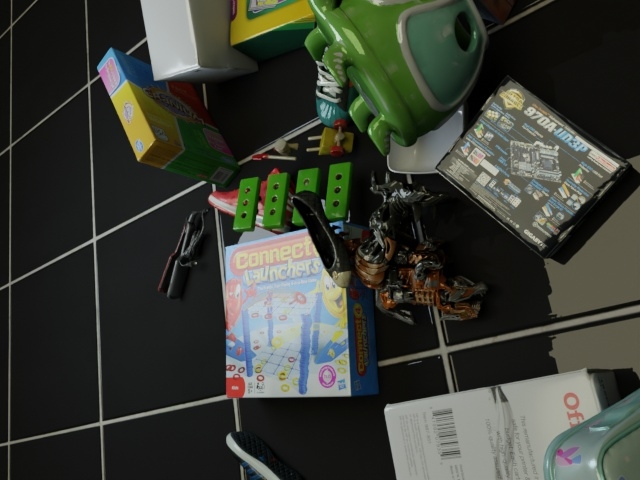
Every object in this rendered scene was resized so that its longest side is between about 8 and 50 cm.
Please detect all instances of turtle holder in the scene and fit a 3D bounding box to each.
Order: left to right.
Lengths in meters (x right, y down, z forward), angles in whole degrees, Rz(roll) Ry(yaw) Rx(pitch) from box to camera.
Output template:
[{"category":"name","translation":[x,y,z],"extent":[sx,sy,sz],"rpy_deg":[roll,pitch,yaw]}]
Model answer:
[{"category":"turtle holder","translation":[0.105,-0.313,0.929],"extent":[0.227,0.243,0.320],"rpy_deg":[-34,94,6]}]

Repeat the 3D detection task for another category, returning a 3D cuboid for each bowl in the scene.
[{"category":"bowl","translation":[0.190,-0.178,1.046],"extent":[0.142,0.053,0.142],"rpy_deg":[4,84,40]}]

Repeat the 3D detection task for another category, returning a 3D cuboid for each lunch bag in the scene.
[{"category":"lunch bag","translation":[0.387,0.268,0.661],"extent":[0.224,0.279,0.108],"rpy_deg":[67,151,14]}]

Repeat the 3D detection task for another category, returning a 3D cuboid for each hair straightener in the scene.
[{"category":"hair straightener","translation":[-0.303,0.033,1.422],"extent":[0.089,0.047,0.231],"rpy_deg":[28,95,39]}]

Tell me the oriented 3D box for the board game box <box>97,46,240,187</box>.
[{"category":"board game box","translation":[-0.341,-0.273,1.374],"extent":[0.064,0.242,0.317],"rpy_deg":[-45,58,22]}]

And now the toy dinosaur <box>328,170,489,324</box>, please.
[{"category":"toy dinosaur","translation":[0.115,0.012,0.985],"extent":[0.321,0.164,0.219],"rpy_deg":[19,103,-2]}]

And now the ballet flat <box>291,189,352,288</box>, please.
[{"category":"ballet flat","translation":[0.000,0.000,0.983],"extent":[0.057,0.049,0.173],"rpy_deg":[-36,76,45]}]

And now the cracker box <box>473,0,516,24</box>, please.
[{"category":"cracker box","translation":[0.200,-0.451,1.022],"extent":[0.232,0.155,0.067],"rpy_deg":[38,105,36]}]

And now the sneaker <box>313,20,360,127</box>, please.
[{"category":"sneaker","translation":[0.030,-0.337,1.101],"extent":[0.108,0.121,0.302],"rpy_deg":[27,126,22]}]

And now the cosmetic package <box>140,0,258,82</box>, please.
[{"category":"cosmetic package","translation":[-0.274,-0.539,1.333],"extent":[0.155,0.197,0.366],"rpy_deg":[-3,96,35]}]

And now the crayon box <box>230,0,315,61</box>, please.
[{"category":"crayon box","translation":[-0.037,-0.594,1.273],"extent":[0.313,0.106,0.363],"rpy_deg":[-6,78,35]}]

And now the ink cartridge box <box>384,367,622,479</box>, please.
[{"category":"ink cartridge box","translation":[0.265,0.314,0.844],"extent":[0.307,0.129,0.223],"rpy_deg":[-21,69,35]}]

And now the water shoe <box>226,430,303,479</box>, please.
[{"category":"water shoe","translation":[-0.120,0.445,1.171],"extent":[0.203,0.073,0.080],"rpy_deg":[28,102,39]}]

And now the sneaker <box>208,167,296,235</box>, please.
[{"category":"sneaker","translation":[-0.129,-0.096,1.286],"extent":[0.221,0.087,0.128],"rpy_deg":[23,88,27]}]

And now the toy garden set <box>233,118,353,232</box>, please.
[{"category":"toy garden set","translation":[-0.041,-0.117,1.175],"extent":[0.244,0.049,0.204],"rpy_deg":[-5,68,29]}]

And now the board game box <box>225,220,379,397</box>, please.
[{"category":"board game box","translation":[-0.046,0.141,1.157],"extent":[0.308,0.086,0.302],"rpy_deg":[-12,74,37]}]

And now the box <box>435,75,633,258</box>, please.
[{"category":"box","translation":[0.307,-0.108,0.906],"extent":[0.220,0.051,0.175],"rpy_deg":[43,110,20]}]
